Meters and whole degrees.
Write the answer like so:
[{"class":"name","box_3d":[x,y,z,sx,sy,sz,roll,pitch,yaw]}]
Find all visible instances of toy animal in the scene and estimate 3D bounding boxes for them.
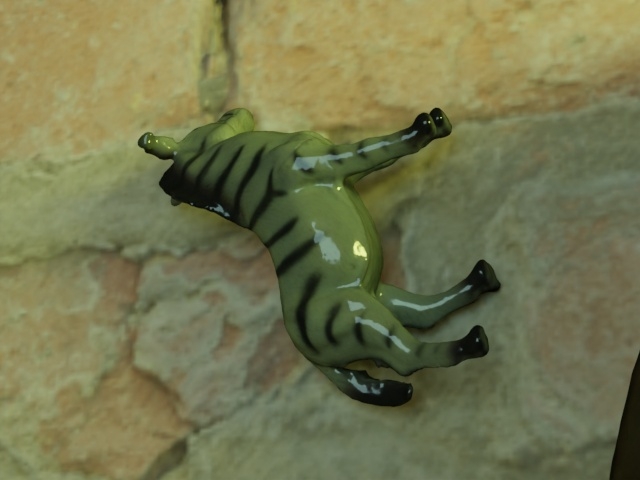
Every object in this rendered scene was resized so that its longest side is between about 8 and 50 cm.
[{"class":"toy animal","box_3d":[-0.002,-0.002,0.933,0.176,0.073,0.217,-22,67,16]}]

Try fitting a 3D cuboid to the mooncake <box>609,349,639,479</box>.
[{"class":"mooncake","box_3d":[0.209,0.059,0.746,0.124,0.228,0.228,18,75,16]}]
